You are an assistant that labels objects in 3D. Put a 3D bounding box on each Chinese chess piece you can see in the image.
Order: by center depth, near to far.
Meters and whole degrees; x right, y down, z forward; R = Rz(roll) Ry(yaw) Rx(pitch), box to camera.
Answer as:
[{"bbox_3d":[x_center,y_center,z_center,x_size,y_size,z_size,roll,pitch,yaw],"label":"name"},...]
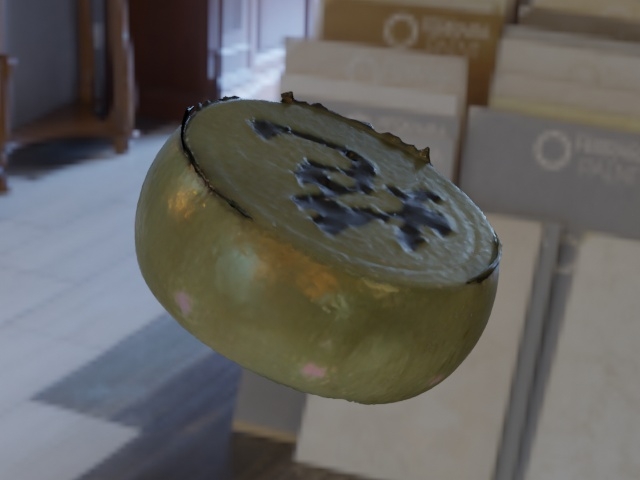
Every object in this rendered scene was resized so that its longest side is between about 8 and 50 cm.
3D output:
[{"bbox_3d":[0.000,0.000,1.472,0.349,0.146,0.349,19,26,-10],"label":"Chinese chess piece"}]
